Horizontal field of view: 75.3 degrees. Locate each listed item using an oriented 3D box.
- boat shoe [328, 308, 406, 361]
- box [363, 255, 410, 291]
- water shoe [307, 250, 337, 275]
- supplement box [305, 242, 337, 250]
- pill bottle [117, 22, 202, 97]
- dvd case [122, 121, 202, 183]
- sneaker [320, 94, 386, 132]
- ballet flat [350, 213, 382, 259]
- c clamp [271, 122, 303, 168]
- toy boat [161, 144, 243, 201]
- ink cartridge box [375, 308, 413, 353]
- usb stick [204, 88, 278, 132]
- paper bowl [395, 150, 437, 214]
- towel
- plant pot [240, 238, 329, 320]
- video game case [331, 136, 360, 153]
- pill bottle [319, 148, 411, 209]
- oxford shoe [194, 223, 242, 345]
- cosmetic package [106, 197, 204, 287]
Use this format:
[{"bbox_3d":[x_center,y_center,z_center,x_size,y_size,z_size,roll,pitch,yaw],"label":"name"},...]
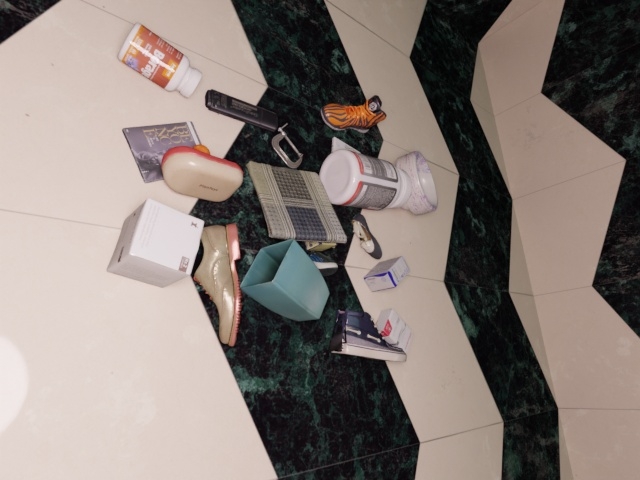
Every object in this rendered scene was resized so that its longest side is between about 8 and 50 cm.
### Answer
[{"bbox_3d":[0.187,0.344,1.494,0.340,0.127,0.158,20,69,-35],"label":"boat shoe"},{"bbox_3d":[0.264,0.134,1.648,0.137,0.126,0.072,-36,101,-43],"label":"box"},{"bbox_3d":[-0.034,0.079,1.453,0.203,0.073,0.080,10,41,-39],"label":"water shoe"},{"bbox_3d":[0.000,0.000,1.488,0.083,0.083,0.056,3,70,-40],"label":"supplement box"},{"bbox_3d":[-0.471,-0.526,1.234,0.216,0.121,0.121,29,57,-31],"label":"pill bottle"},{"bbox_3d":[-0.447,-0.267,1.230,0.221,0.018,0.165,-23,91,-45],"label":"dvd case"},{"bbox_3d":[0.158,-0.558,1.774,0.321,0.180,0.125,-10,81,-44],"label":"sneaker"},{"bbox_3d":[0.177,-0.010,1.664,0.074,0.074,0.203,-19,81,-44],"label":"ballet flat"},{"bbox_3d":[-0.118,-0.353,1.558,0.161,0.022,0.137,56,47,-11],"label":"c clamp"},{"bbox_3d":[-0.348,-0.217,1.215,0.231,0.151,0.151,12,50,-46],"label":"toy boat"},{"bbox_3d":[0.287,0.360,1.626,0.150,0.063,0.109,48,48,-19],"label":"ink cartridge box"},{"bbox_3d":[-0.267,-0.448,1.444,0.278,0.045,0.077,9,75,-40],"label":"usb stick"},{"bbox_3d":[0.418,-0.251,1.889,0.284,0.148,0.284,38,43,-47],"label":"paper bowl"},{"bbox_3d":[-0.085,-0.126,1.427,0.312,0.056,0.324,3,53,-37],"label":"towel"},{"bbox_3d":[-0.094,0.145,1.303,0.234,0.165,0.165,47,49,-28],"label":"plant pot"},{"bbox_3d":[0.109,-0.346,1.763,0.157,0.019,0.143,22,60,-35],"label":"video game case"},{"bbox_3d":[0.189,-0.229,1.659,0.363,0.210,0.210,4,71,-41],"label":"pill bottle"},{"bbox_3d":[-0.292,0.126,1.182,0.130,0.123,0.348,-2,77,-13],"label":"oxford shoe"},{"bbox_3d":[-0.412,0.014,1.039,0.151,0.183,0.151,25,58,-34],"label":"cosmetic package"}]
